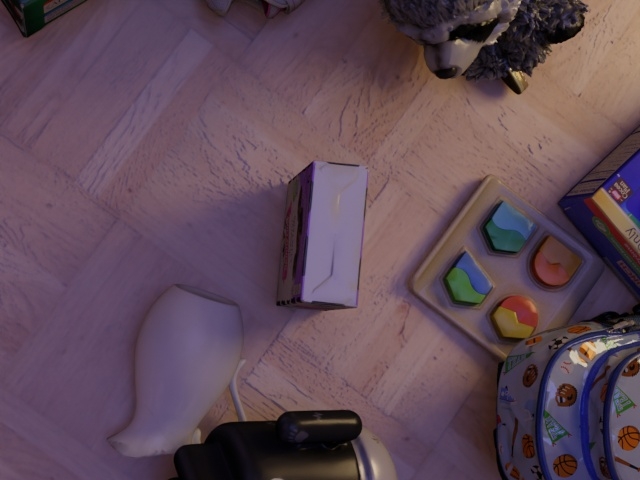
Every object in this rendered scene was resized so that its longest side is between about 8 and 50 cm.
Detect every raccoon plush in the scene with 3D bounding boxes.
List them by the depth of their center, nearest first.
[{"bbox_3d":[0.153,-0.392,1.564,0.216,0.299,0.447,-22,66,24],"label":"raccoon plush"}]

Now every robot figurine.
[{"bbox_3d":[-0.043,0.295,1.528,0.278,0.209,0.174,2,78,-28],"label":"robot figurine"}]

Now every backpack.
[{"bbox_3d":[0.351,0.220,1.593,0.263,0.213,0.277,-4,86,-21],"label":"backpack"}]

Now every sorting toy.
[{"bbox_3d":[0.248,0.046,1.687,0.208,0.038,0.193,38,80,-6],"label":"sorting toy"}]

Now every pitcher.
[{"bbox_3d":[-0.148,0.169,1.571,0.177,0.125,0.207,16,93,-30],"label":"pitcher"}]

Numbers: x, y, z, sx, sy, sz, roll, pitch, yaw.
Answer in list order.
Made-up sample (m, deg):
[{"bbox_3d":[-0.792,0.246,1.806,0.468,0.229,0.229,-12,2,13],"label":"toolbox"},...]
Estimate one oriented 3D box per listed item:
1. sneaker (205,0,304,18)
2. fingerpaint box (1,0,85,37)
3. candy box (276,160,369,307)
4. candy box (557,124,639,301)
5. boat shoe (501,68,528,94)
[{"bbox_3d":[-0.043,-0.339,1.637,0.252,0.103,0.111,-8,91,-5],"label":"sneaker"},{"bbox_3d":[-0.271,-0.528,1.568,0.444,0.163,0.371,-32,92,-12],"label":"fingerpaint box"},{"bbox_3d":[0.000,0.000,1.562,0.070,0.196,0.165,6,84,-10],"label":"candy box"},{"bbox_3d":[0.523,-0.056,1.705,0.317,0.122,0.268,-42,94,-10],"label":"candy box"},{"bbox_3d":[0.244,-0.259,1.704,0.045,0.050,0.135,-28,91,-6],"label":"boat shoe"}]
